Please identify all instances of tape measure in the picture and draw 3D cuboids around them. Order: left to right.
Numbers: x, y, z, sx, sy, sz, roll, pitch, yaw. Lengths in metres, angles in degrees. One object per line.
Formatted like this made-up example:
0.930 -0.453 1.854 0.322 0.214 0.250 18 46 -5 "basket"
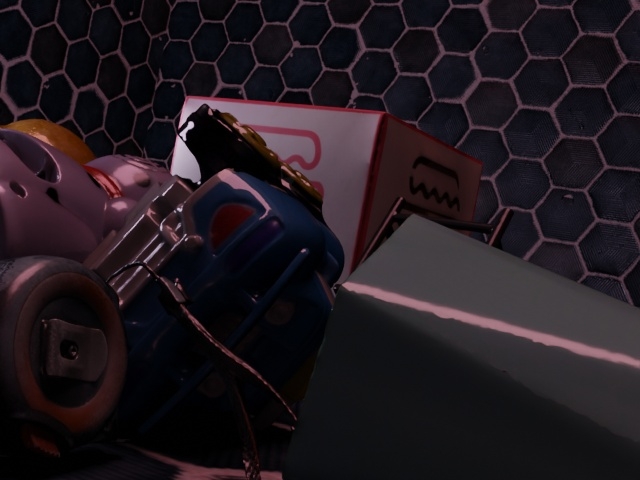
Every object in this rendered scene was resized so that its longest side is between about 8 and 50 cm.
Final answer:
-0.087 0.062 0.419 0.179 0.104 0.107 10 -4 28 "tape measure"

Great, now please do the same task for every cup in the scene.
0.121 0.086 0.356 0.235 0.134 0.148 15 -28 23 "cup"

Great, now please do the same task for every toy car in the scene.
-0.060 0.043 0.638 0.166 0.198 0.314 44 1 11 "toy car"

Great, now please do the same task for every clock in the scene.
-0.204 -0.005 0.709 0.188 0.189 0.254 10 5 31 "clock"

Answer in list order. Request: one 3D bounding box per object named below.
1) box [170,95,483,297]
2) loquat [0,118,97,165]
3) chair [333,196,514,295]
0.000 0.000 1.163 0.312 0.300 0.314 10 -2 32 "box"
-0.503 -0.064 1.552 0.276 0.284 0.276 -15 13 4 "loquat"
0.097 0.091 0.904 0.154 0.260 0.141 8 -42 34 "chair"
